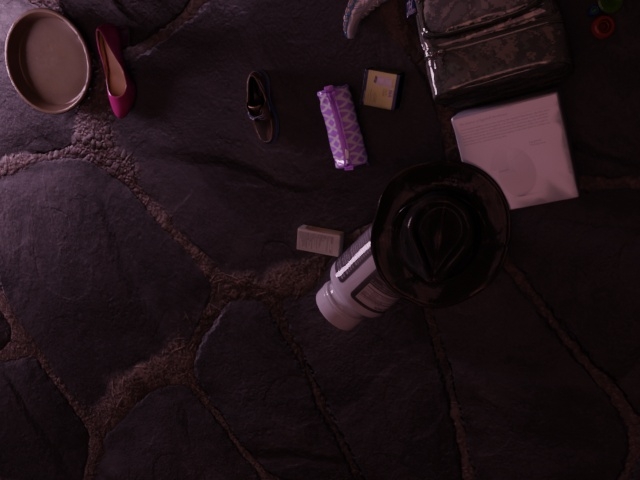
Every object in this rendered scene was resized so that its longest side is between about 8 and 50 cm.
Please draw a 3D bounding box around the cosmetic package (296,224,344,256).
[{"bbox_3d":[0.000,0.000,1.846,0.115,0.041,0.060,12,110,16],"label":"cosmetic package"}]

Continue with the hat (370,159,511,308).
[{"bbox_3d":[0.254,0.000,1.526,0.331,0.134,0.332,2,103,7],"label":"hat"}]

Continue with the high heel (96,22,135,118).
[{"bbox_3d":[-0.535,-0.430,1.858,0.082,0.117,0.244,16,112,14],"label":"high heel"}]

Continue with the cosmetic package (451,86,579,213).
[{"bbox_3d":[0.427,-0.195,1.574,0.223,0.138,0.225,-10,105,23],"label":"cosmetic package"}]

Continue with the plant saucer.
[{"bbox_3d":[-0.728,-0.483,1.954,0.277,0.041,0.278,6,110,18],"label":"plant saucer"}]

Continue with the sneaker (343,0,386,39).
[{"bbox_3d":[0.110,-0.537,1.618,0.082,0.071,0.191,23,114,6],"label":"sneaker"}]

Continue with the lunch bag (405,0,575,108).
[{"bbox_3d":[0.350,-0.433,1.496,0.305,0.212,0.256,-11,86,22],"label":"lunch bag"}]

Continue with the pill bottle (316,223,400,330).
[{"bbox_3d":[0.136,0.073,1.746,0.176,0.176,0.318,45,116,2],"label":"pill bottle"}]

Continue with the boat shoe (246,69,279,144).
[{"bbox_3d":[-0.152,-0.324,1.781,0.066,0.066,0.183,-6,105,22],"label":"boat shoe"}]

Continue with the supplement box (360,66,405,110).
[{"bbox_3d":[0.144,-0.351,1.671,0.083,0.056,0.083,14,111,15],"label":"supplement box"}]

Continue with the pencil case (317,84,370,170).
[{"bbox_3d":[0.051,-0.266,1.715,0.086,0.088,0.206,-11,102,24],"label":"pencil case"}]

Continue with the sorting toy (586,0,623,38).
[{"bbox_3d":[0.579,-0.467,1.490,0.061,0.042,0.102,11,99,0],"label":"sorting toy"}]
